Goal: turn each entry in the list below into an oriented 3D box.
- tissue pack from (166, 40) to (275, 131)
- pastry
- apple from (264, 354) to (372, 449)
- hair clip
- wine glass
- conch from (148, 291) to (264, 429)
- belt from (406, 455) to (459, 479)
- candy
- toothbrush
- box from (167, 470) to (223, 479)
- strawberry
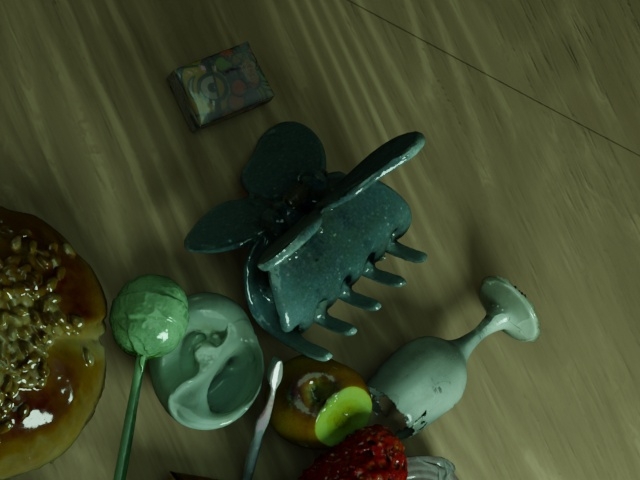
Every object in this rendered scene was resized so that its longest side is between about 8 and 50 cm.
[{"bbox_3d":[-0.167,-0.258,1.958,0.148,0.060,0.108,-24,88,-21],"label":"tissue pack"},{"bbox_3d":[-0.490,0.141,1.657,0.409,0.245,0.409,3,78,-17],"label":"pastry"},{"bbox_3d":[-0.008,0.256,1.838,0.163,0.147,0.146,23,72,19],"label":"apple"},{"bbox_3d":[0.000,0.000,1.846,0.318,0.392,0.238,-45,121,-24],"label":"hair clip"},{"bbox_3d":[0.216,0.195,1.947,0.321,0.143,0.143,-34,90,-22],"label":"wine glass"},{"bbox_3d":[-0.175,0.191,1.809,0.185,0.121,0.221,2,67,15],"label":"conch"},{"bbox_3d":[0.108,0.478,1.856,0.227,0.115,0.324,36,68,-7],"label":"belt"},{"bbox_3d":[-0.273,0.255,1.672,0.119,0.119,0.440,14,67,-15],"label":"candy"},{"bbox_3d":[-0.094,0.299,1.802,0.021,0.027,0.269,7,112,-19],"label":"toothbrush"},{"bbox_3d":[-0.132,0.453,1.789,0.237,0.070,0.152,13,89,-14],"label":"box"},{"bbox_3d":[0.062,0.381,1.752,0.190,0.111,0.236,29,68,-3],"label":"strawberry"}]
